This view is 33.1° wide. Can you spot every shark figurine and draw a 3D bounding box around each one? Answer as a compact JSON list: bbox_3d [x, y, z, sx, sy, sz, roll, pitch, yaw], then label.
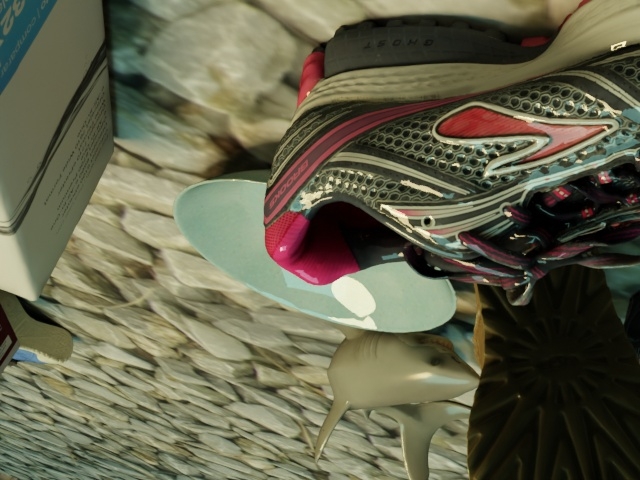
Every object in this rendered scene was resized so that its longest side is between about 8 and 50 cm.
[{"bbox_3d":[0.037,0.136,0.868,0.166,0.116,0.278,23,162,14],"label":"shark figurine"}]

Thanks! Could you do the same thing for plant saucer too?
[{"bbox_3d":[0.000,0.000,0.702,0.195,0.037,0.195,17,156,8],"label":"plant saucer"}]

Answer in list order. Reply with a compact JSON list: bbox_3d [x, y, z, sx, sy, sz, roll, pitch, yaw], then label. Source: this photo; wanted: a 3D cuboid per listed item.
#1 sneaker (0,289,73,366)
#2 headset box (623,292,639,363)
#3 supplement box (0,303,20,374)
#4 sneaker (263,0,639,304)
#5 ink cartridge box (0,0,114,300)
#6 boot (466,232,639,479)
[{"bbox_3d":[-0.352,0.096,1.185,0.085,0.058,0.152,-6,152,32],"label":"sneaker"},{"bbox_3d":[0.201,0.056,0.621,0.032,0.062,0.083,24,157,-5],"label":"headset box"},{"bbox_3d":[-0.370,0.069,0.990,0.073,0.130,0.239,15,142,16],"label":"supplement box"},{"bbox_3d":[0.105,-0.028,0.458,0.299,0.112,0.121,-2,148,42],"label":"sneaker"},{"bbox_3d":[-0.237,-0.105,0.556,0.223,0.129,0.307,21,157,0],"label":"ink cartridge box"},{"bbox_3d":[0.136,0.120,0.628,0.089,0.236,0.269,-2,149,10],"label":"boot"}]
